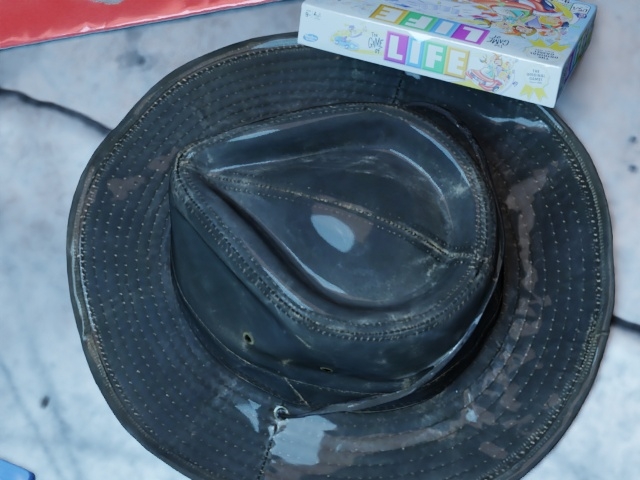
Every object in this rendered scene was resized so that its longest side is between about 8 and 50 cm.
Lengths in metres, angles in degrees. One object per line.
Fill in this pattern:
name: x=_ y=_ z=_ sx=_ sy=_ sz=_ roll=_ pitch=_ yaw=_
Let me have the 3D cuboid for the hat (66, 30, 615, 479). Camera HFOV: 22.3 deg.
hat: x=0.000 y=0.000 z=0.905 sx=0.331 sy=0.134 sz=0.331 roll=-2 pitch=74 yaw=8

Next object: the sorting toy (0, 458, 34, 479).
sorting toy: x=-0.266 y=0.275 z=0.906 sx=0.196 sy=0.047 sz=0.348 roll=35 pitch=81 yaw=17

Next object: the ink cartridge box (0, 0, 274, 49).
ink cartridge box: x=-0.147 y=-0.266 z=1.046 sx=0.296 sy=0.066 sz=0.261 roll=-9 pitch=71 yaw=7

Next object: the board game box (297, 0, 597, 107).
board game box: x=0.076 y=-0.127 z=0.954 sx=0.154 sy=0.026 sz=0.103 roll=16 pitch=32 yaw=13
